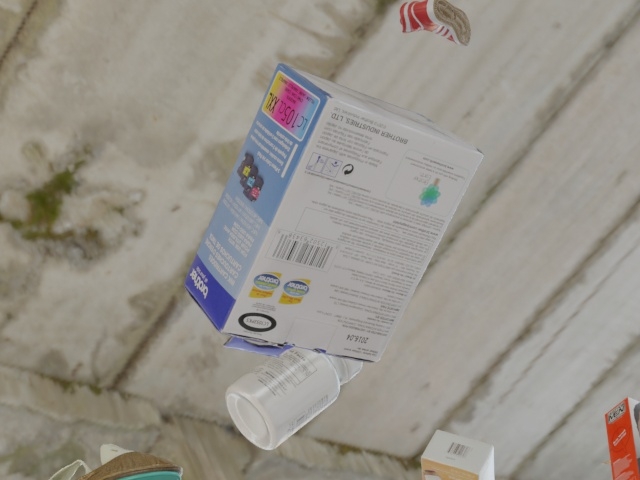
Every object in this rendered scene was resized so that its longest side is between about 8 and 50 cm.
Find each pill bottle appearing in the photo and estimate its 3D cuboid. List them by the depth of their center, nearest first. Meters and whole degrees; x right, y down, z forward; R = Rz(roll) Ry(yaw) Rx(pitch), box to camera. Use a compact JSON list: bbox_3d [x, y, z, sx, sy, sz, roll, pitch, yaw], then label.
[{"bbox_3d":[-0.041,0.247,1.809,0.229,0.131,0.131,-33,-39,-33],"label":"pill bottle"}]

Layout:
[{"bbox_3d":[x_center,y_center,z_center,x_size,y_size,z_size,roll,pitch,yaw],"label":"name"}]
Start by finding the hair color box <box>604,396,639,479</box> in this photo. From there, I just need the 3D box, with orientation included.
[{"bbox_3d":[0.351,0.244,1.115,0.072,0.141,0.043,22,-47,-16],"label":"hair color box"}]

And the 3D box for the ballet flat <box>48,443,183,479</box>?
[{"bbox_3d":[-0.432,0.466,1.997,0.342,0.124,0.116,-27,-40,4],"label":"ballet flat"}]

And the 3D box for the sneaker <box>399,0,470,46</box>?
[{"bbox_3d":[0.147,-0.283,1.362,0.118,0.067,0.042,23,-109,-55],"label":"sneaker"}]

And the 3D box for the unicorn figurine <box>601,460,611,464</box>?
[{"bbox_3d":[0.535,0.364,1.610,0.111,0.162,0.060,11,-75,-30],"label":"unicorn figurine"}]

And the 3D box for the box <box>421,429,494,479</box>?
[{"bbox_3d":[0.290,0.501,2.190,0.091,0.130,0.171,-49,-39,-45],"label":"box"}]

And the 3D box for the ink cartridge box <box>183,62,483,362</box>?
[{"bbox_3d":[0.000,0.000,1.393,0.270,0.151,0.396,15,-74,-34],"label":"ink cartridge box"}]
